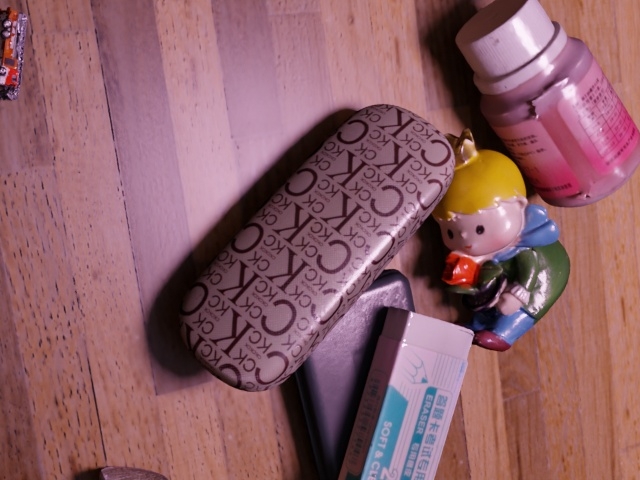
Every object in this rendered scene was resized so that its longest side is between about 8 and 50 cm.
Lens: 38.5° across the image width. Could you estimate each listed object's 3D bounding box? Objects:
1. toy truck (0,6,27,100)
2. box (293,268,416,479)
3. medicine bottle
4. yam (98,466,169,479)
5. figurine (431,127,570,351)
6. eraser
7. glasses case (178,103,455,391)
[{"bbox_3d":[-0.290,-0.173,0.851,0.032,0.024,0.083,9,86,-57],"label":"toy truck"},{"bbox_3d":[0.048,0.160,1.036,0.160,0.050,0.230,-18,102,-26],"label":"box"},{"bbox_3d":[0.265,-0.164,1.074,0.147,0.147,0.247,-46,112,-17],"label":"medicine bottle"},{"bbox_3d":[-0.193,0.302,0.907,0.079,0.079,0.141,11,87,-28],"label":"yam"},{"bbox_3d":[0.181,0.003,1.064,0.185,0.127,0.234,-45,122,-9],"label":"figurine"},{"bbox_3d":[0.090,0.193,1.003,0.095,0.052,0.225,19,85,-27],"label":"eraser"},{"bbox_3d":[0.000,0.000,0.956,0.137,0.085,0.355,37,72,15],"label":"glasses case"}]
